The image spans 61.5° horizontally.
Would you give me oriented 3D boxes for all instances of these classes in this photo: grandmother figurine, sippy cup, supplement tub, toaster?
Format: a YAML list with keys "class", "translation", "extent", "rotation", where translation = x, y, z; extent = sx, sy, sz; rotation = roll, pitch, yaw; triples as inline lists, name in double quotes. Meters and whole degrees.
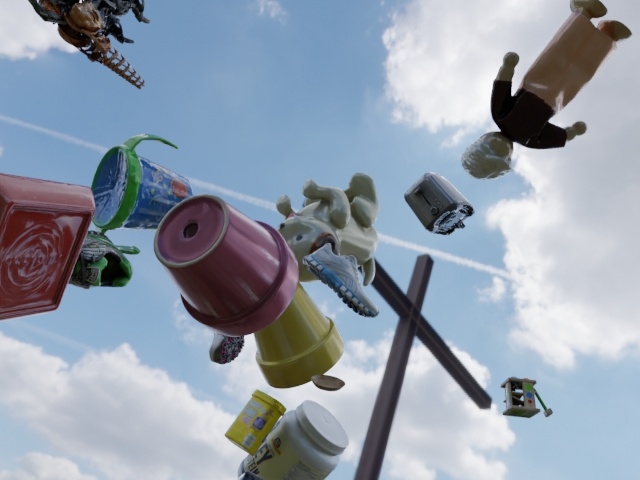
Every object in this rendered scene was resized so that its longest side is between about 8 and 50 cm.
- class: "grandmother figurine"
  translation: [0.387, -0.245, 0.960]
  extent: [0.208, 0.104, 0.342]
  rotation: [39, -76, -4]
- class: "sippy cup"
  translation: [-0.491, -0.124, 1.511]
  extent: [0.224, 0.240, 0.305]
  rotation: [16, -44, -45]
- class: "supplement tub"
  translation: [-0.086, 0.707, 1.750]
  extent: [0.235, 0.235, 0.324]
  rotation: [39, -83, -17]
- class: "toaster"
  translation: [0.341, -0.105, 1.540]
  extent: [0.129, 0.227, 0.146]
  rotation: [-45, -115, 24]

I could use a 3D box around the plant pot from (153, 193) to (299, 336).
- class: "plant pot"
  translation: [-0.158, 0.029, 0.852]
  extent: [0.202, 0.201, 0.180]
  rotation: [1, -30, 24]

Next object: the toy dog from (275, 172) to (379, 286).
- class: "toy dog"
  translation: [0.000, 0.000, 1.713]
  extent: [0.285, 0.408, 0.395]
  rotation: [-12, -82, 32]

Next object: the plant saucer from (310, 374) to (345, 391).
- class: "plant saucer"
  translation: [0.017, 0.339, 1.273]
  extent: [0.084, 0.083, 0.015]
  rotation: [10, -85, 15]

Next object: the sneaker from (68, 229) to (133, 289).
- class: "sneaker"
  translation: [-0.532, 0.027, 1.123]
  extent: [0.146, 0.134, 0.344]
  rotation: [26, 5, 27]

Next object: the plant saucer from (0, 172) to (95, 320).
- class: "plant saucer"
  translation: [-0.484, 0.026, 0.886]
  extent: [0.048, 0.258, 0.259]
  rotation: [23, -85, 12]

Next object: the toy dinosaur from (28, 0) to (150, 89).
- class: "toy dinosaur"
  translation: [-0.481, -0.457, 1.104]
  extent: [0.165, 0.218, 0.321]
  rotation: [-3, -62, 27]

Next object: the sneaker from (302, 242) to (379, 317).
- class: "sneaker"
  translation: [0.056, 0.074, 1.082]
  extent: [0.191, 0.083, 0.071]
  rotation: [43, -17, 17]

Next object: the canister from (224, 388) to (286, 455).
- class: "canister"
  translation: [-0.203, 0.564, 1.670]
  extent: [0.126, 0.170, 0.073]
  rotation: [14, -36, 40]

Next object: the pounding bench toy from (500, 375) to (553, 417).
- class: "pounding bench toy"
  translation: [0.385, 0.291, 1.000]
  extent: [0.083, 0.065, 0.052]
  rotation: [7, -32, 1]

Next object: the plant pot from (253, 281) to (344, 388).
- class: "plant pot"
  translation: [-0.089, 0.250, 1.538]
  extent: [0.254, 0.254, 0.238]
  rotation: [-12, -70, 34]

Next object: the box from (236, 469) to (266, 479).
- class: "box"
  translation: [-0.019, 0.601, 0.831]
  extent: [0.395, 0.318, 0.097]
  rotation: [29, -47, -3]

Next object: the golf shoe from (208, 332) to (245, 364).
- class: "golf shoe"
  translation: [-0.193, 0.186, 1.099]
  extent: [0.086, 0.186, 0.067]
  rotation: [3, -64, 13]
